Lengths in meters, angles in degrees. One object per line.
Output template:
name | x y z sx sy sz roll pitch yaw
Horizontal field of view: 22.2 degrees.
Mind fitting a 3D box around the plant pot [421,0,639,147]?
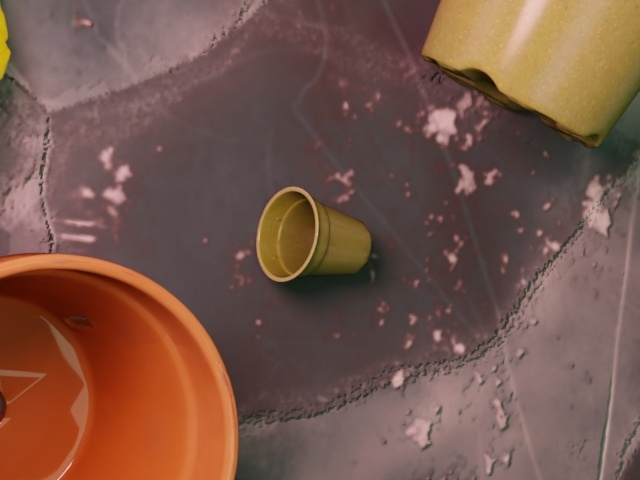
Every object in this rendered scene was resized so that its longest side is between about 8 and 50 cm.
plant pot | 0.223 -0.231 1.437 0.276 0.276 0.254 26 96 -27

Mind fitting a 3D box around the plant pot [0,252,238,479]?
plant pot | -0.234 0.146 1.256 0.291 0.203 0.291 -3 96 -26

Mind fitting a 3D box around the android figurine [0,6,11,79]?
android figurine | -0.335 -0.148 1.208 0.248 0.056 0.273 59 45 -26

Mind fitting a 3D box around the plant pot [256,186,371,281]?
plant pot | 0.000 0.000 1.435 0.079 0.083 0.083 11 91 -39
